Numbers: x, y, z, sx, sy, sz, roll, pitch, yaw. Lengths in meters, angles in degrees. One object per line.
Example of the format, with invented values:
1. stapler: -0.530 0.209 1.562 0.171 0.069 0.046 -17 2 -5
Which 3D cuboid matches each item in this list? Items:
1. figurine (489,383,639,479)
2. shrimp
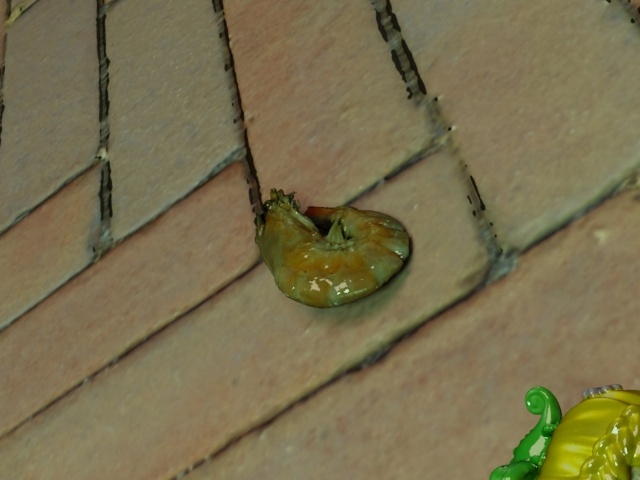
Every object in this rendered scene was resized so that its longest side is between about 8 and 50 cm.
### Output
1. figurine: 0.163 0.101 0.645 0.156 0.095 0.115 6 70 45
2. shrimp: 0.000 0.000 0.987 0.101 0.042 0.190 -29 30 -13
